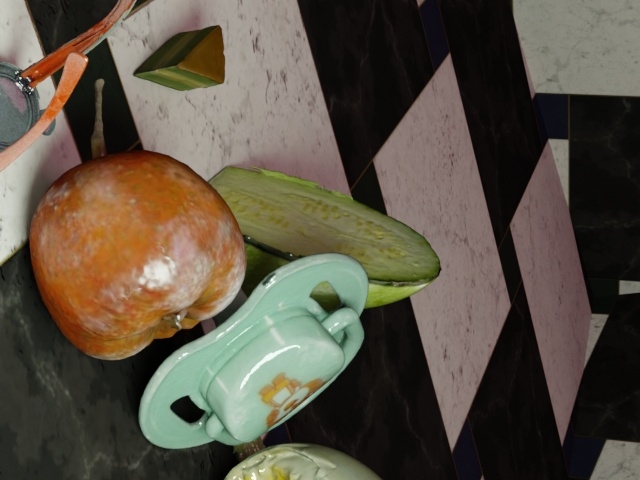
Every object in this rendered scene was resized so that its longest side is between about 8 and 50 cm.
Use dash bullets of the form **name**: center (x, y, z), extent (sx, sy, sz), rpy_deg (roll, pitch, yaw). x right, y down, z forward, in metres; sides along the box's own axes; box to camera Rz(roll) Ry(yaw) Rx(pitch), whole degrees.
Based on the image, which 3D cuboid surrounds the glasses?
- **glasses**: center (-0.270, -0.138, 1.424), extent (0.118, 0.268, 0.234), rpy_deg (50, 37, -22)

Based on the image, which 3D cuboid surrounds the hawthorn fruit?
- **hawthorn fruit**: center (-0.220, 0.012, 1.578), extent (0.235, 0.263, 0.231), rpy_deg (-47, 161, -50)

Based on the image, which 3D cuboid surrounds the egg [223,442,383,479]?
- **egg**: center (-0.004, 0.428, 1.861), extent (0.336, 0.278, 0.278), rpy_deg (57, 33, -38)

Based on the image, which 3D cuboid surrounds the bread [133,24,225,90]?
- **bread**: center (-0.190, -0.253, 1.890), extent (0.139, 0.074, 0.084), rpy_deg (5, 79, -65)

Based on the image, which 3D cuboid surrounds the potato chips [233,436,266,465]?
- **potato chips**: center (-0.101, 0.278, 2.000), extent (0.092, 0.028, 0.207), rpy_deg (-45, 123, -61)

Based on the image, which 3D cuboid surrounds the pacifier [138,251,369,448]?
- **pacifier**: center (-0.101, 0.114, 1.812), extent (0.269, 0.343, 0.288), rpy_deg (53, -3, 32)

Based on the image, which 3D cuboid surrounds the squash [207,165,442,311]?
- **squash**: center (0.000, 0.000, 1.959), extent (0.233, 0.309, 0.210), rpy_deg (-47, 126, -62)
